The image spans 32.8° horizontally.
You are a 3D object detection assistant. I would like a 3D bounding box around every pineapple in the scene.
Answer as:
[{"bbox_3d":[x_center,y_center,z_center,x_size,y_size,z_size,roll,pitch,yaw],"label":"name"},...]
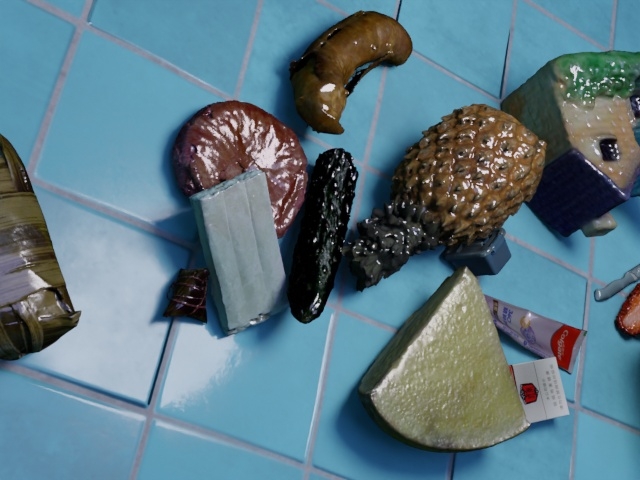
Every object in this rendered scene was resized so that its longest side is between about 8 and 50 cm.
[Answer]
[{"bbox_3d":[0.180,-0.050,1.695,0.362,0.202,0.202,-43,100,-24],"label":"pineapple"}]

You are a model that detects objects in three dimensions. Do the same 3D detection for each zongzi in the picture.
[{"bbox_3d":[-0.463,0.022,1.282,0.288,0.134,0.285,-16,77,-29],"label":"zongzi"},{"bbox_3d":[-0.187,0.081,1.484,0.074,0.067,0.083,-13,99,-43],"label":"zongzi"}]

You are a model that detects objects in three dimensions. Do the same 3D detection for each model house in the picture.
[{"bbox_3d":[0.510,-0.154,1.904,0.312,0.245,0.280,-3,72,-25],"label":"model house"}]

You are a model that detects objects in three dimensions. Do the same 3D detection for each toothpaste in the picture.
[{"bbox_3d":[0.326,0.138,1.810,0.301,0.048,0.075,25,58,-28],"label":"toothpaste"}]

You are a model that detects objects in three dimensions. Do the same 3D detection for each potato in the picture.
[{"bbox_3d":[0.152,0.204,1.634,0.255,0.112,0.269,-17,83,-31],"label":"potato"}]

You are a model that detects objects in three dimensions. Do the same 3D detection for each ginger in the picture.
[{"bbox_3d":[0.045,-0.282,1.726,0.133,0.107,0.309,39,52,0],"label":"ginger"}]

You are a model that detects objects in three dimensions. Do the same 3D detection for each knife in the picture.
[{"bbox_3d":[0.573,0.069,2.014,0.210,0.015,0.028,-24,83,-37],"label":"knife"}]

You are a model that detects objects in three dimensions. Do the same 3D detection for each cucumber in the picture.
[{"bbox_3d":[0.000,0.000,1.599,0.072,0.081,0.303,15,55,-2],"label":"cucumber"}]

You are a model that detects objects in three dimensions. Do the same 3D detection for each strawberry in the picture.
[{"bbox_3d":[0.596,0.125,1.993,0.152,0.048,0.103,-23,95,-23],"label":"strawberry"}]

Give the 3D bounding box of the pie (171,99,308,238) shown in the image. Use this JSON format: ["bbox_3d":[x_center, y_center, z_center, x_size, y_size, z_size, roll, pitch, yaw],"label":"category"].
[{"bbox_3d":[-0.112,-0.106,1.592,0.219,0.054,0.204,26,63,-25],"label":"pie"}]

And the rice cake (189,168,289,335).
[{"bbox_3d":[-0.109,0.019,1.522,0.124,0.038,0.211,-26,111,-29],"label":"rice cake"}]

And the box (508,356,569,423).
[{"bbox_3d":[0.330,0.250,1.774,0.152,0.048,0.100,-4,75,-37],"label":"box"}]

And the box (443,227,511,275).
[{"bbox_3d":[0.260,0.022,1.775,0.074,0.099,0.054,-49,118,-34],"label":"box"}]
